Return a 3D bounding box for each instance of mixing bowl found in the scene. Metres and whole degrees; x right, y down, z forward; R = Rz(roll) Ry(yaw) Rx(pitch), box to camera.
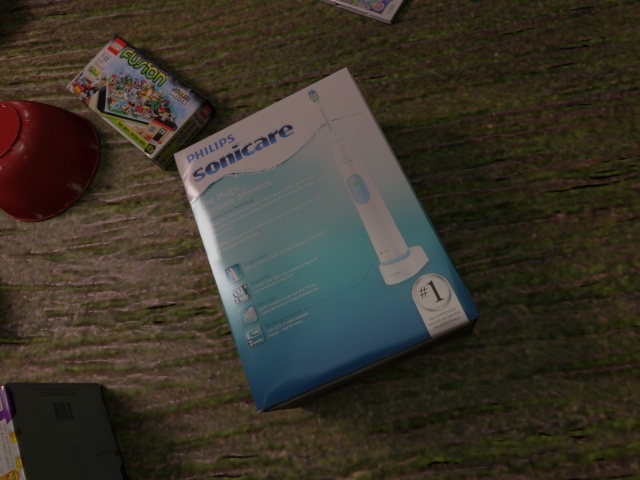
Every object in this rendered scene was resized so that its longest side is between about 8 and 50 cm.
[{"bbox_3d":[-0.420,-0.127,0.670,0.182,0.098,0.181,-4,72,13],"label":"mixing bowl"}]

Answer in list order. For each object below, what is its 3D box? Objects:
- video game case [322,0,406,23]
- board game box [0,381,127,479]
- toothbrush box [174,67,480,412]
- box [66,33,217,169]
[{"bbox_3d":[0.067,-0.358,0.673,0.122,0.011,0.087,28,81,19],"label":"video game case"},{"bbox_3d":[-0.377,0.280,0.509,0.275,0.144,0.142,-29,69,4],"label":"board game box"},{"bbox_3d":[0.000,0.000,0.516,0.217,0.126,0.295,-26,70,5],"label":"toothbrush box"},{"bbox_3d":[-0.260,-0.203,0.688,0.207,0.036,0.114,37,84,21],"label":"box"}]
